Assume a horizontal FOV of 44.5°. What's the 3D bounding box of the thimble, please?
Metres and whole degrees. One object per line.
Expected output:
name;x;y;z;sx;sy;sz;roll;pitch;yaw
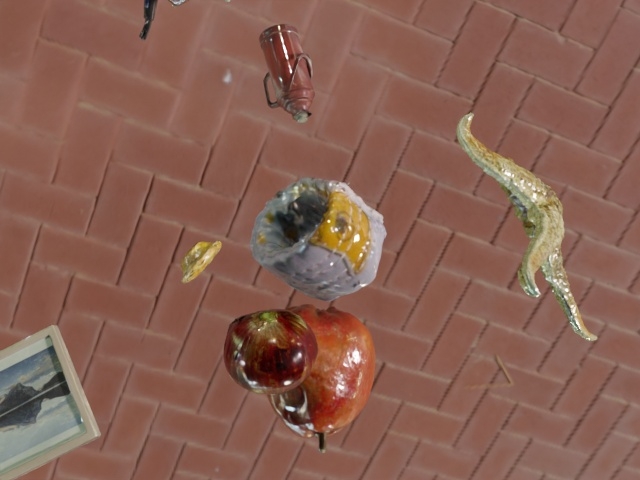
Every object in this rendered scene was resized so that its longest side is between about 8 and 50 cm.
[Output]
thimble;-0.001;-0.001;1.000;0.151;0.127;0.118;-12;143;44

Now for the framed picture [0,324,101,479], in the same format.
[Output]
framed picture;-0.381;0.211;0.942;0.203;0.015;0.150;-26;78;4

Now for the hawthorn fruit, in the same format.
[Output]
hawthorn fruit;-0.009;0.242;1.382;0.224;0.224;0.260;1;73;-7

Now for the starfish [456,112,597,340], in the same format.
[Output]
starfish;0.169;-0.012;0.617;0.050;0.223;0.216;-19;109;23

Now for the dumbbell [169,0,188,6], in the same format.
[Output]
dumbbell;-0.157;-0.433;1.169;0.231;0.082;0.092;-15;89;37

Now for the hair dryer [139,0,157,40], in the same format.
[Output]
hair dryer;-0.358;-0.490;1.574;0.075;0.195;0.219;25;135;10

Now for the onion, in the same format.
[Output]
onion;-0.059;0.141;0.974;0.117;0.119;0.118;-31;118;-18

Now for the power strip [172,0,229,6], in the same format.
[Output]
power strip;-0.194;-0.517;1.598;0.145;0.216;0.061;3;110;26

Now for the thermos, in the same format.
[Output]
thermos;-0.074;-0.372;1.798;0.124;0.099;0.231;-19;73;14

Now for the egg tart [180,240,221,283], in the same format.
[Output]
egg tart;-0.282;0.043;1.792;0.049;0.129;0.128;41;106;1
